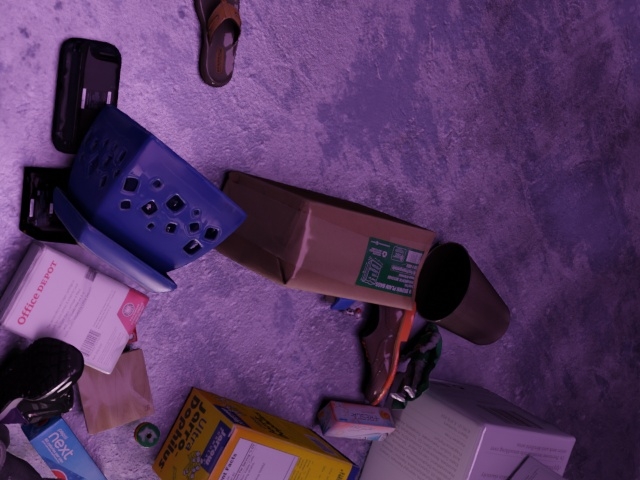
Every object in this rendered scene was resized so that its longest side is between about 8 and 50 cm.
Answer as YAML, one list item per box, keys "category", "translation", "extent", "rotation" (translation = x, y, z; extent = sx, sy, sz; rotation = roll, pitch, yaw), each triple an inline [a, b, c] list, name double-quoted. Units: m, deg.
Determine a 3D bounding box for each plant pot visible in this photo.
- category: "plant pot"
  translation: [-0.305, -0.061, 1.463]
  extent: [0.236, 0.236, 0.212]
  rotation: [40, 87, -37]

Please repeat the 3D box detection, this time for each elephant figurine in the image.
- category: "elephant figurine"
  translation: [-0.603, 0.383, 1.502]
  extent: [0.186, 0.169, 0.240]
  rotation: [-37, 108, -53]

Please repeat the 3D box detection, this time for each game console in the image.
- category: "game console"
  translation: [-0.405, -0.168, 1.525]
  extent: [0.213, 0.044, 0.362]
  rotation: [1, 104, -35]

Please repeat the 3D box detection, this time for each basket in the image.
- category: "basket"
  translation: [0.342, 0.147, 2.047]
  extent: [0.227, 0.154, 0.205]
  rotation: [40, 52, -40]

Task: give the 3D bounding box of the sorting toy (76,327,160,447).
- category: "sorting toy"
  translation: [-0.398, 0.275, 1.650]
  extent: [0.132, 0.046, 0.275]
  rotation: [-15, 101, -29]

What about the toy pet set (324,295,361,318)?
- category: "toy pet set"
  translation: [0.074, 0.114, 1.911]
  extent: [0.114, 0.065, 0.122]
  rotation: [4, 101, -34]

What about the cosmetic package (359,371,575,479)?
- category: "cosmetic package"
  translation: [0.327, 0.569, 2.056]
  extent: [0.329, 0.327, 0.394]
  rotation: [17, 94, -35]

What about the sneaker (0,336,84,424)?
- category: "sneaker"
  translation: [-0.468, 0.248, 1.500]
  extent: [0.124, 0.283, 0.107]
  rotation: [21, 53, -41]

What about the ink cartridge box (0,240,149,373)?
- category: "ink cartridge box"
  translation: [-0.442, 0.118, 1.532]
  extent: [0.217, 0.092, 0.159]
  rotation: [32, 80, -30]

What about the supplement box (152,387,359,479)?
- category: "supplement box"
  translation: [-0.131, 0.475, 1.805]
  extent: [0.356, 0.195, 0.194]
  rotation: [29, 87, -37]

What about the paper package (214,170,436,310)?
- category: "paper package"
  translation: [0.000, 0.000, 1.678]
  extent: [0.324, 0.309, 0.168]
  rotation: [13, 97, -37]

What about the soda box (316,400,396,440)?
- category: "soda box"
  translation: [0.084, 0.419, 2.001]
  extent: [0.183, 0.058, 0.063]
  rotation: [15, 130, -35]

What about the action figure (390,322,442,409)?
- category: "action figure"
  translation: [0.233, 0.278, 2.024]
  extent: [0.063, 0.137, 0.232]
  rotation: [43, 44, -12]

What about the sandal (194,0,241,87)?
- category: "sandal"
  translation: [-0.184, -0.390, 1.591]
  extent: [0.089, 0.060, 0.220]
  rotation: [-5, 107, -33]

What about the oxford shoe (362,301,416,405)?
- category: "oxford shoe"
  translation: [0.137, 0.251, 1.998]
  extent: [0.098, 0.097, 0.272]
  rotation: [16, 104, -2]

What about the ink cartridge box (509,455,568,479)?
- category: "ink cartridge box"
  translation: [0.509, 0.663, 1.759]
  extent: [0.270, 0.395, 0.151]
  rotation: [-45, 123, -13]

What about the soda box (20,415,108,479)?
- category: "soda box"
  translation: [-0.476, 0.417, 1.638]
  extent: [0.071, 0.067, 0.210]
  rotation: [-36, 120, -20]
